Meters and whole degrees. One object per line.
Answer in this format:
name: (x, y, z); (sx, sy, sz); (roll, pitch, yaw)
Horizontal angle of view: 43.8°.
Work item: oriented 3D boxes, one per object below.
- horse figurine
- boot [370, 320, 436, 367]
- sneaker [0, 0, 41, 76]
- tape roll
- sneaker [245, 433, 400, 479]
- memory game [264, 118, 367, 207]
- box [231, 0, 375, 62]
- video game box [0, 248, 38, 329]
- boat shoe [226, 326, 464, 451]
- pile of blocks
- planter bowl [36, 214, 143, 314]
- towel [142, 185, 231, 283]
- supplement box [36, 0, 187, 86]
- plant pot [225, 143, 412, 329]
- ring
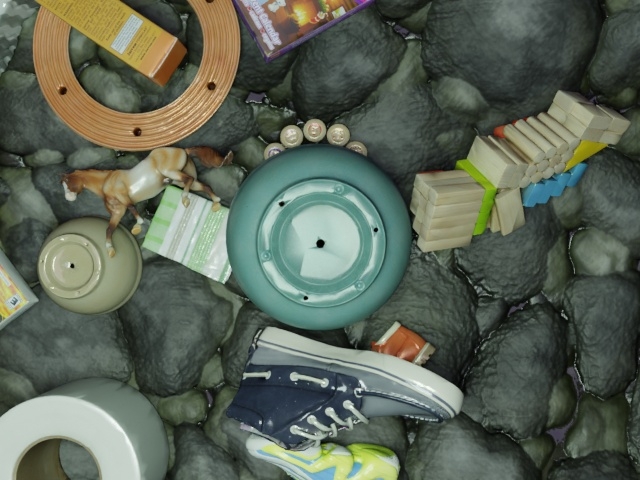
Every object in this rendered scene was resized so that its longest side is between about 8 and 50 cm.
horse figurine: (-0.259, -0.084, 1.225); (0.263, 0.066, 0.174); (-26, 51, -6)
boot: (0.097, 0.201, 1.234); (0.084, 0.059, 0.158); (40, 85, 8)
sneaker: (-0.512, -0.392, 1.249); (0.115, 0.105, 0.281); (31, 90, 6)
tape roll: (-0.366, 0.340, 1.200); (0.246, 0.169, 0.246); (0, 89, 4)
sneaker: (-0.003, 0.367, 1.218); (0.240, 0.091, 0.126); (9, 91, 3)
memory game: (-0.007, -0.101, 1.262); (0.186, 0.012, 0.186); (0, 89, 4)
box: (-0.068, -0.452, 1.224); (0.201, 0.057, 0.293); (-30, 94, -3)
video game box: (-0.591, 0.073, 1.278); (0.187, 0.048, 0.205); (-38, 87, 5)
boat shoe: (0.025, 0.241, 1.139); (0.340, 0.127, 0.158); (9, 61, 32)
pile of blocks: (0.285, -0.111, 1.213); (0.362, 0.149, 0.113); (-27, 45, -6)
planter bowl: (-0.370, 0.040, 1.234); (0.162, 0.109, 0.162); (0, 90, 4)
towel: (-0.196, -0.011, 1.271); (0.152, 0.023, 0.113); (24, 89, 6)
supplement box: (-0.325, -0.334, 1.221); (0.233, 0.078, 0.080); (32, 91, 3)
plant pot: (0.000, 0.000, 1.155); (0.293, 0.196, 0.293); (0, 93, -2)
ring: (-0.293, -0.309, 1.273); (0.336, 0.032, 0.337); (0, 89, 3)
